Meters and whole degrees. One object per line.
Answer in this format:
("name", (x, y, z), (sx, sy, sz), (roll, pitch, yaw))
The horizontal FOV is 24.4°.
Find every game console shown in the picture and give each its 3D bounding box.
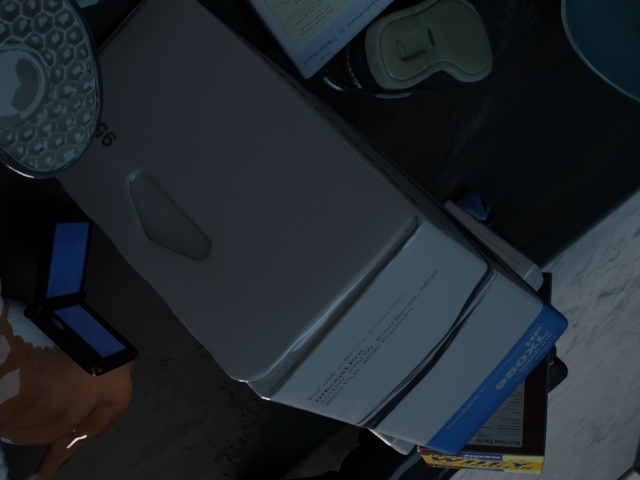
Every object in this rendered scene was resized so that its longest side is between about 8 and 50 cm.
("game console", (-0.174, 0.039, 1.130), (0.071, 0.107, 0.122), (-49, 176, 6))

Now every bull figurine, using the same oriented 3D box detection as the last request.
("bull figurine", (-0.260, 0.121, 1.180), (0.188, 0.101, 0.310), (-43, 152, 6))

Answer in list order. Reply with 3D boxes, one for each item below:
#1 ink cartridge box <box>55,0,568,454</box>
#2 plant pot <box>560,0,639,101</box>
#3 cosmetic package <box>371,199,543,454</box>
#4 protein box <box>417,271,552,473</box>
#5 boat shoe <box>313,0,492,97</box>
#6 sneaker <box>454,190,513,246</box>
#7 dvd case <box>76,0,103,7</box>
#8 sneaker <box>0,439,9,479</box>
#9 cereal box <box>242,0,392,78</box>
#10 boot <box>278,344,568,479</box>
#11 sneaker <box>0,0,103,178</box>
("ink cartridge box", (0.000, 0.000, 1.158), (0.166, 0.285, 0.395), (-49, 155, 6))
("plant pot", (0.389, -0.272, 1.384), (0.290, 0.290, 0.195), (80, 25, -60))
("cosmetic package", (0.107, 0.088, 1.486), (0.231, 0.117, 0.085), (-51, 158, -2))
("protein box", (0.188, 0.150, 1.663), (0.200, 0.136, 0.201), (61, 33, -75))
("boat shoe", (0.078, -0.167, 1.290), (0.079, 0.084, 0.233), (-13, -177, 35))
("sneaker", (0.176, 0.017, 1.678), (0.067, 0.078, 0.188), (-38, 156, -15))
("dvd case", (-0.183, -0.175, 0.944), (0.119, 0.013, 0.087), (-25, 148, -36))
("sneaker", (-0.279, 0.102, 0.958), (0.115, 0.105, 0.281), (-18, 147, -8))
("cereal box", (0.006, -0.236, 1.088), (0.173, 0.047, 0.240), (-42, 155, -1))
("boot", (0.110, 0.246, 1.844), (0.445, 0.146, 0.367), (-40, 162, -3))
("sneaker", (-0.208, -0.141, 0.764), (0.086, 0.163, 0.226), (-41, 128, -14))
